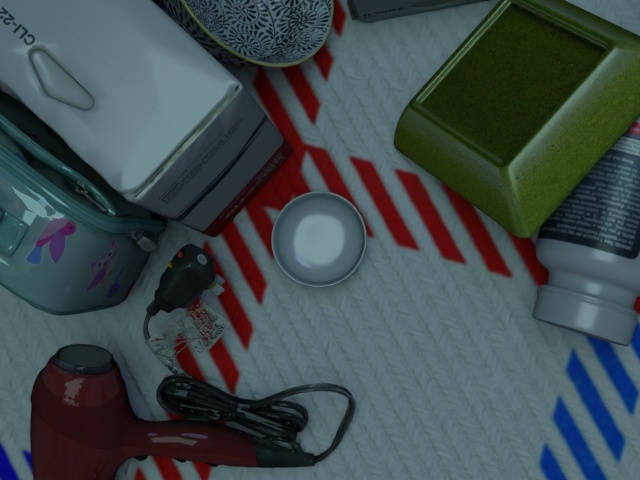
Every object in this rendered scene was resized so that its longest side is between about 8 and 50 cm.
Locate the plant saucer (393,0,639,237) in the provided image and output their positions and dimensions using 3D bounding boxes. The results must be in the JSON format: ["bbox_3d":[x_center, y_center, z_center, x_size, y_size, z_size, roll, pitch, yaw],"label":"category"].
[{"bbox_3d":[0.160,-0.121,0.919,0.188,0.045,0.188,-48,43,1],"label":"plant saucer"}]

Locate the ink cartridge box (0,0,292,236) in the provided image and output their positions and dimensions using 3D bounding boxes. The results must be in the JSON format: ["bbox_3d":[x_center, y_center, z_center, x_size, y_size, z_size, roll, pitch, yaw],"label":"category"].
[{"bbox_3d":[-0.143,-0.116,0.891,0.197,0.273,0.114,43,91,7],"label":"ink cartridge box"}]

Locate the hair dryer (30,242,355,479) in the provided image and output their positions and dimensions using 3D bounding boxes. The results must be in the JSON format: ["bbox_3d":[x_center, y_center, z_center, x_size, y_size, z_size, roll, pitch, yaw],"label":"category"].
[{"bbox_3d":[-0.138,0.168,0.952,0.293,0.080,0.223,-40,99,12],"label":"hair dryer"}]

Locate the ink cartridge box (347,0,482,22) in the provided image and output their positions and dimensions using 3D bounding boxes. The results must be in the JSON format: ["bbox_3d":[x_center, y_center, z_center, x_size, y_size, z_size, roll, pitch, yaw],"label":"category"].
[{"bbox_3d":[0.081,-0.308,0.975,0.153,0.087,0.208,-11,85,6],"label":"ink cartridge box"}]

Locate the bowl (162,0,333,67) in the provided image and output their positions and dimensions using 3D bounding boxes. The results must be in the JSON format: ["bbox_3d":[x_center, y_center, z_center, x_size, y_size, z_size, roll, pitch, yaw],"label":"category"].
[{"bbox_3d":[-0.078,-0.213,0.975,0.170,0.080,0.170,14,66,-34],"label":"bowl"}]

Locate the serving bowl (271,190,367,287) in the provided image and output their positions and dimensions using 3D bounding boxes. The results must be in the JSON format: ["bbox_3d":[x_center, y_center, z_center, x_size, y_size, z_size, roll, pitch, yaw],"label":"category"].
[{"bbox_3d":[0.000,0.000,0.989,0.083,0.027,0.083,-1,85,6],"label":"serving bowl"}]

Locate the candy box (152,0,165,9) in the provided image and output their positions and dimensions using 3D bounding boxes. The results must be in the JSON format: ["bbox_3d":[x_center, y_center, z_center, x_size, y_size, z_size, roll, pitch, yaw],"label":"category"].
[{"bbox_3d":[-0.231,-0.275,0.968,0.196,0.165,0.070,17,87,7],"label":"candy box"}]

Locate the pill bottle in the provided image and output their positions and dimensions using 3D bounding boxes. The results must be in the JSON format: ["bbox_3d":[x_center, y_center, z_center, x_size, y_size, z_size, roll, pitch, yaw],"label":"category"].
[{"bbox_3d":[0.235,-0.012,0.924,0.108,0.108,0.180,17,87,7],"label":"pill bottle"}]

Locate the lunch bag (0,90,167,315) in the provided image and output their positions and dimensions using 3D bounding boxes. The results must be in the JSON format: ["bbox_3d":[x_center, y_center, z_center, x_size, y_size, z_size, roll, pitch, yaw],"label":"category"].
[{"bbox_3d":[-0.261,-0.052,0.923,0.279,0.224,0.108,34,92,8],"label":"lunch bag"}]
